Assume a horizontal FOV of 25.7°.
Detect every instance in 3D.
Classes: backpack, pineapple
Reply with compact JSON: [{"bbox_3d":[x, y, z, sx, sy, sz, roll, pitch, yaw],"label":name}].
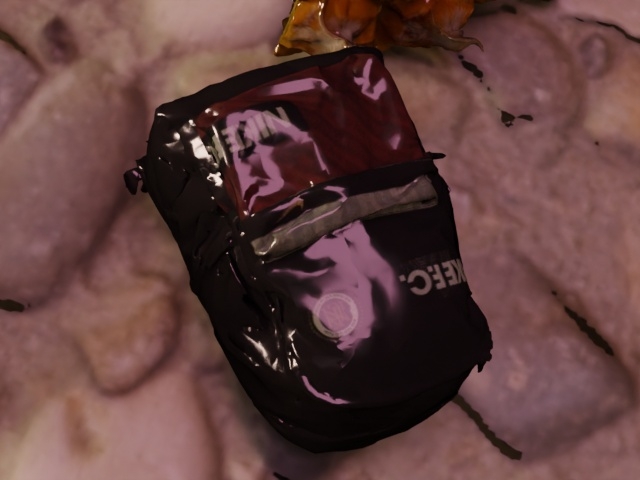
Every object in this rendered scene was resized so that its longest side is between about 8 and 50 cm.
[{"bbox_3d":[0.004,0.000,0.585,0.120,0.106,0.165,-24,72,-21],"label":"backpack"},{"bbox_3d":[0.090,-0.182,0.652,0.164,0.140,0.250,30,66,1],"label":"pineapple"}]
